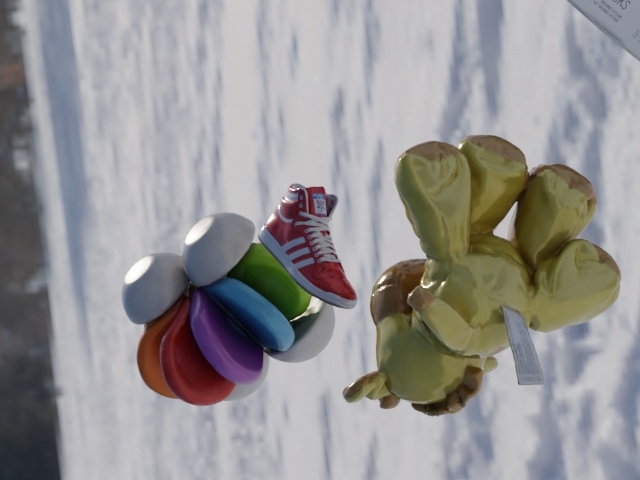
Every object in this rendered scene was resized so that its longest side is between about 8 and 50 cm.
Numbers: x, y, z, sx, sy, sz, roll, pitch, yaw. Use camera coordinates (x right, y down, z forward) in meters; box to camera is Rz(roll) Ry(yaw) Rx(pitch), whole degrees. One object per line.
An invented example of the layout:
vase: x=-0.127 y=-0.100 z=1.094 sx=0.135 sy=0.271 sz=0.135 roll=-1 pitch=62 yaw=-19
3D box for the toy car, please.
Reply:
toy car: x=-0.087 y=0.078 z=1.612 sx=0.159 sy=0.182 sz=0.136 roll=46 pitch=-150 yaw=-22

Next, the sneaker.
sneaker: x=0.000 y=0.000 z=1.453 sx=0.118 sy=0.042 sz=0.067 roll=43 pitch=112 yaw=38

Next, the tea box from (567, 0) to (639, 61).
tea box: x=0.341 y=-0.349 z=1.652 sx=0.323 sy=0.220 sz=0.329 roll=-48 pitch=28 yaw=16

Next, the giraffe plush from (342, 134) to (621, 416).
giraffe plush: x=0.101 y=0.049 z=1.323 sx=0.170 sy=0.181 sz=0.210 roll=129 pitch=154 yaw=-49
